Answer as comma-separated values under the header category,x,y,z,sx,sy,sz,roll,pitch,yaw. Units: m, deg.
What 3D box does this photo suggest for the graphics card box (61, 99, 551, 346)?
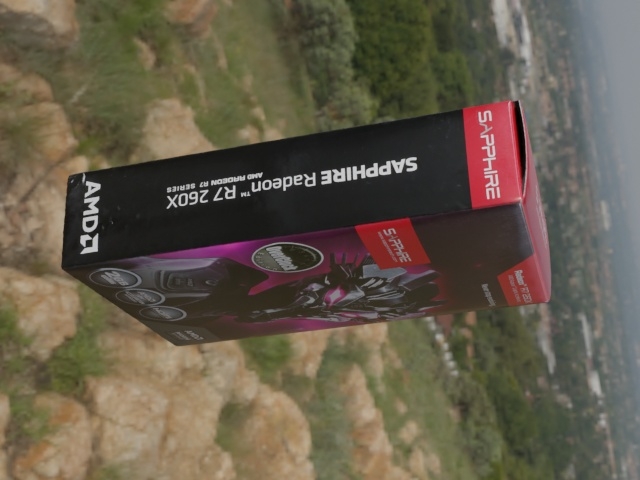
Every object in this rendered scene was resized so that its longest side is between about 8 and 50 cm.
category,x,y,z,sx,sy,sz,roll,pitch,yaw
graphics card box,0.000,0.000,0.870,0.233,0.371,0.094,53,33,-63
